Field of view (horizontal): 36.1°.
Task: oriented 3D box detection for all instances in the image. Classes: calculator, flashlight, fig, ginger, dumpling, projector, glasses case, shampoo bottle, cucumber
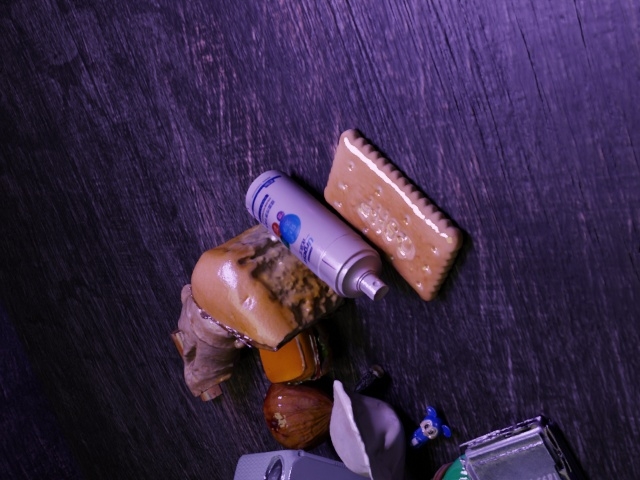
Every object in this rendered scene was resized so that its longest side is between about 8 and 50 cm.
[{"bbox_3d":[0.321,0.392,1.407,0.165,0.028,0.274,-29,90,35],"label":"calculator"},{"bbox_3d":[0.170,0.314,1.603,0.057,0.035,0.121,52,147,13],"label":"flashlight"},{"bbox_3d":[-0.003,0.308,1.791,0.201,0.134,0.146,-15,135,35],"label":"fig"},{"bbox_3d":[-0.219,0.201,1.980,0.190,0.126,0.354,37,140,25],"label":"ginger"},{"bbox_3d":[0.083,0.336,1.634,0.166,0.126,0.216,-104,7,-67],"label":"dumpling"},{"bbox_3d":[-0.030,0.464,1.846,0.250,0.198,0.108,-26,48,60],"label":"projector"},{"bbox_3d":[-0.284,0.278,2.213,0.064,0.041,0.170,-13,104,58],"label":"glasses case"},{"bbox_3d":[0.000,0.000,1.516,0.303,0.092,0.092,43,144,39],"label":"shampoo bottle"},{"bbox_3d":[0.080,0.249,1.683,0.033,0.034,0.135,46,146,14],"label":"cucumber"}]

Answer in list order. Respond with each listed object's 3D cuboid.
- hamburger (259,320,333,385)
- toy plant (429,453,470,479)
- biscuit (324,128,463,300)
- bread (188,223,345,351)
[{"bbox_3d":[-0.039,0.187,1.746,0.166,0.087,0.137,-14,88,54],"label":"hamburger"},{"bbox_3d":[0.233,0.403,1.521,0.200,0.105,0.143,-34,77,53],"label":"toy plant"},{"bbox_3d":[0.099,-0.035,1.436,0.250,0.030,0.160,47,145,22],"label":"biscuit"},{"bbox_3d":[-0.105,0.062,1.642,0.262,0.204,0.162,25,136,39],"label":"bread"}]
